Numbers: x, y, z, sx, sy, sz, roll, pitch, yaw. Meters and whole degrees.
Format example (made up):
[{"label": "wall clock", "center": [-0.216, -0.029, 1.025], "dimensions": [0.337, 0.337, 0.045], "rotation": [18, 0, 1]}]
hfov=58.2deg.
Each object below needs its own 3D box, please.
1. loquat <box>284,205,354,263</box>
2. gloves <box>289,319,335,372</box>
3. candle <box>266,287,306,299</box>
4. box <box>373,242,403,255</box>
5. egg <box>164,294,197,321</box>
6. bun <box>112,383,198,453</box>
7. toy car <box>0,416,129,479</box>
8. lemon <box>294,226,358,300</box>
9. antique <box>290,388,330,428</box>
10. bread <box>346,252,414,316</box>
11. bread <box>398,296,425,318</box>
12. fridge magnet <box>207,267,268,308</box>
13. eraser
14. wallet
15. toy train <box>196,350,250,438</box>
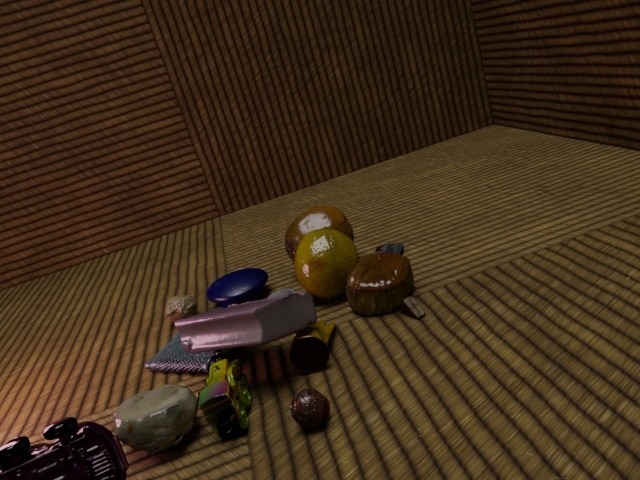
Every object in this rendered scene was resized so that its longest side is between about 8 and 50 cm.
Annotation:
[{"label": "loquat", "center": [0.000, 0.000, 2.389], "dimensions": [0.283, 0.276, 0.276], "rotation": [-23, 20, -20]}, {"label": "gloves", "center": [-0.024, 0.310, 1.847], "dimensions": [0.132, 0.116, 0.294], "rotation": [12, 12, 0]}, {"label": "candle", "center": [-0.136, 0.242, 2.139], "dimensions": [0.168, 0.068, 0.192], "rotation": [-30, 19, -36]}, {"label": "box", "center": [0.269, 0.065, 2.329], "dimensions": [0.115, 0.036, 0.177], "rotation": [-10, 21, 22]}, {"label": "egg", "center": [-0.572, 0.278, 2.344], "dimensions": [0.140, 0.116, 0.118], "rotation": [-31, -5, -35]}, {"label": "bun", "center": [-0.448, 0.498, 1.592], "dimensions": [0.238, 0.142, 0.239], "rotation": [-15, 13, 4]}, {"label": "toy car", "center": [-0.648, 0.583, 1.416], "dimensions": [0.340, 0.272, 0.240], "rotation": [-20, -1, -16]}, {"label": "lemon", "center": [0.022, 0.082, 2.153], "dimensions": [0.267, 0.268, 0.267], "rotation": [-15, 19, 5]}, {"label": "antique", "center": [-0.030, 0.432, 1.477], "dimensions": [0.104, 0.104, 0.104], "rotation": [-15, 19, 5]}, {"label": "bread", "center": [0.205, 0.148, 2.003], "dimensions": [0.227, 0.143, 0.253], "rotation": [2, 24, 27]}, {"label": "bread", "center": [0.290, 0.212, 1.870], "dimensions": [0.043, 0.062, 0.109], "rotation": [-27, 18, -23]}, {"label": "fridge magnet", "center": [-0.340, 0.194, 2.379], "dimensions": [0.265, 0.113, 0.265], "rotation": [-16, 20, 6]}, {"label": "eraser", "center": [-0.232, 0.256, 1.784], "dimensions": [0.359, 0.123, 0.272], "rotation": [-15, 0, 35]}, {"label": "wallet", "center": [-0.430, 0.376, 2.023], "dimensions": [0.341, 0.075, 0.237], "rotation": [-5, 26, 32]}, {"label": "toy train", "center": [-0.266, 0.423, 1.617], "dimensions": [0.100, 0.161, 0.296], "rotation": [-24, 19, 1]}]
